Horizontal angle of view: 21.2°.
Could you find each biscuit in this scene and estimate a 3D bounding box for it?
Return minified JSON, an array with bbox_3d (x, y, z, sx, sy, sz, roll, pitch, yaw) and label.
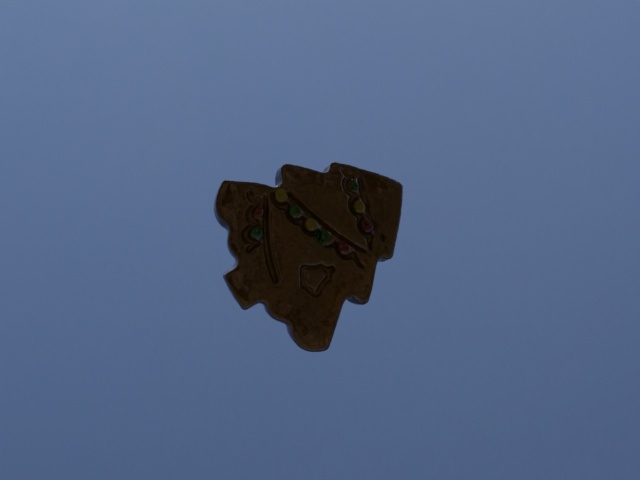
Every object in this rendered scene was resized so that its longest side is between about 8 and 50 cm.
[{"bbox_3d":[0.000,0.000,0.719,0.092,0.016,0.082,-29,-91,-21],"label":"biscuit"}]
